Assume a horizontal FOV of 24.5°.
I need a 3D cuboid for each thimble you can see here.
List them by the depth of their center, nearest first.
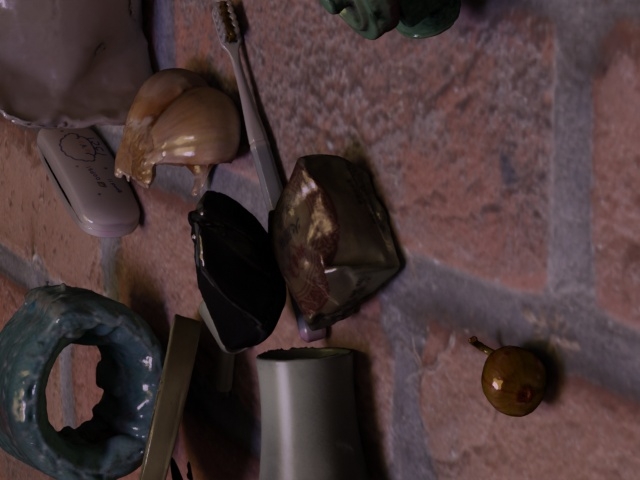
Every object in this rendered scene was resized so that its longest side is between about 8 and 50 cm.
[{"bbox_3d":[-0.280,0.161,1.677,0.143,0.198,0.235,7,110,58],"label":"thimble"}]

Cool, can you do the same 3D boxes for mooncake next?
[{"bbox_3d":[0.000,0.000,1.265,0.125,0.073,0.130,-49,53,56],"label":"mooncake"}]

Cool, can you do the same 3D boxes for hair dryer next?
[{"bbox_3d":[-0.099,0.116,1.518,0.063,0.038,0.124,54,148,43],"label":"hair dryer"}]

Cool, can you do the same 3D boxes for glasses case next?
[{"bbox_3d":[-0.274,-0.073,1.729,0.197,0.076,0.049,56,140,39],"label":"glasses case"}]

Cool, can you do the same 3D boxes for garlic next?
[{"bbox_3d":[-0.134,-0.107,1.466,0.174,0.099,0.124,20,96,53],"label":"garlic"}]

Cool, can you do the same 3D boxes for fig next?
[{"bbox_3d":[0.134,0.094,1.078,0.083,0.050,0.050,-129,40,-58],"label":"fig"}]

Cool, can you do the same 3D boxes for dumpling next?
[{"bbox_3d":[-0.319,-0.281,1.562,0.181,0.260,0.341,5,107,54],"label":"dumpling"}]

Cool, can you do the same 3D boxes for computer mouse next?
[{"bbox_3d":[-0.068,0.030,1.309,0.192,0.062,0.106,69,-161,-56],"label":"computer mouse"}]

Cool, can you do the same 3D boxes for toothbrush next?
[{"bbox_3d":[-0.050,-0.069,1.381,0.030,0.025,0.342,111,144,-76],"label":"toothbrush"}]

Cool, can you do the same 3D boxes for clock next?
[{"bbox_3d":[-0.166,0.193,1.540,0.235,0.029,0.235,-166,90,-84],"label":"clock"}]

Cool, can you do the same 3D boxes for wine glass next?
[{"bbox_3d":[-0.006,0.211,1.304,0.103,0.103,0.231,-2,92,61],"label":"wine glass"}]

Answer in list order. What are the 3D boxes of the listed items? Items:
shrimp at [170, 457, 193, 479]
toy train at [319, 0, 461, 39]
[{"bbox_3d":[-0.067,0.359,1.444,0.172,0.137,0.372,-36,70,19],"label":"shrimp"},{"bbox_3d":[0.009,-0.281,1.012,0.221,0.150,0.304,44,166,43],"label":"toy train"}]
